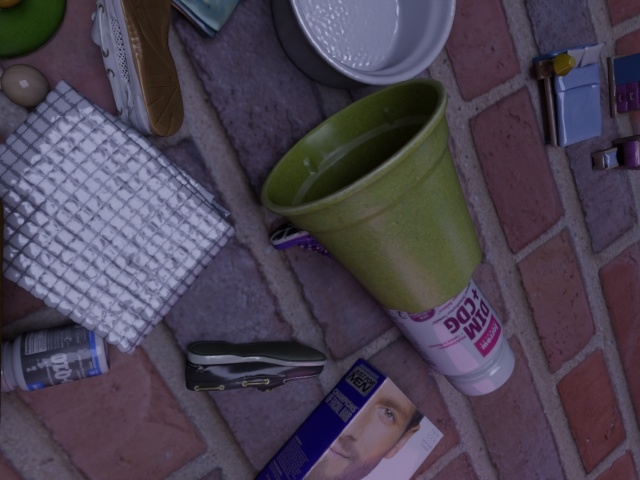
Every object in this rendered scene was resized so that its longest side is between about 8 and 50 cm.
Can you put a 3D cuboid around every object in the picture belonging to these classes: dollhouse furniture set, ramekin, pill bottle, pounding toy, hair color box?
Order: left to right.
[{"bbox_3d":[-0.405,-0.290,0.525,0.182,0.110,0.237,5,94,-24],"label":"pounding toy"},{"bbox_3d":[-0.364,0.157,0.615,0.137,0.078,0.078,-9,100,-22],"label":"pill bottle"},{"bbox_3d":[0.038,0.405,0.807,0.339,0.110,0.185,-47,110,-13],"label":"hair color box"},{"bbox_3d":[0.057,-0.371,0.701,0.277,0.135,0.278,-3,98,-22],"label":"ramekin"},{"bbox_3d":[0.226,0.139,0.824,0.160,0.160,0.283,-44,111,-13],"label":"pill bottle"},{"bbox_3d":[0.613,-0.264,0.922,0.303,0.198,0.287,-16,102,-20],"label":"dollhouse furniture set"}]

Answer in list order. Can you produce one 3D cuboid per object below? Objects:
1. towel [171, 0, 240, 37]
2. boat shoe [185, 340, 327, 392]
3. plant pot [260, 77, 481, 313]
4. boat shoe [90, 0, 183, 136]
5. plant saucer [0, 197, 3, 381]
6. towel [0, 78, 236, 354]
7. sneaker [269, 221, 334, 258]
[{"bbox_3d":[-0.221,-0.506,0.619,0.370,0.040,0.272,37,80,-21],"label":"towel"},{"bbox_3d":[-0.102,0.208,0.739,0.227,0.081,0.069,6,97,-17],"label":"boat shoe"},{"bbox_3d":[0.098,-0.041,0.652,0.276,0.276,0.254,-43,118,-13],"label":"plant pot"},{"bbox_3d":[-0.256,-0.276,0.594,0.098,0.096,0.277,-32,122,-63],"label":"boat shoe"},{"bbox_3d":[-0.479,0.058,0.480,0.332,0.081,0.333,13,107,0],"label":"plant saucer"},{"bbox_3d":[-0.287,-0.026,0.608,0.283,0.121,0.235,41,78,-21],"label":"towel"},{"bbox_3d":[0.000,0.000,0.762,0.169,0.068,0.071,-7,105,-23],"label":"sneaker"}]
